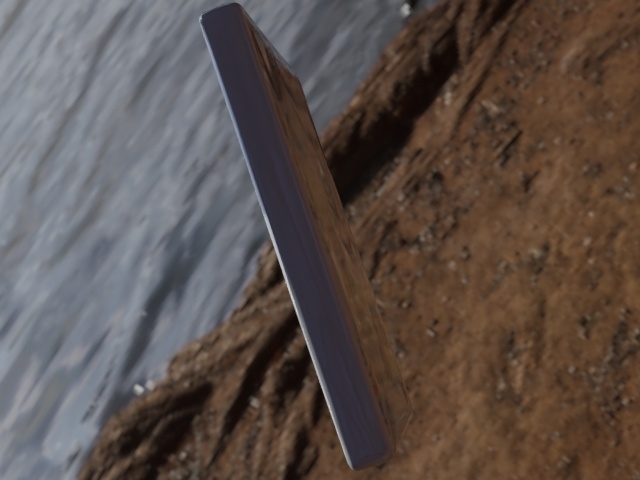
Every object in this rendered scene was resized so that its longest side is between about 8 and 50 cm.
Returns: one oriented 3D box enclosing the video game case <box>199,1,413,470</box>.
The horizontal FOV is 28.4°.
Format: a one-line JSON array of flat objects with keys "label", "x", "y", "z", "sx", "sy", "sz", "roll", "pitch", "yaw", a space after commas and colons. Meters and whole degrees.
[{"label": "video game case", "x": 0.000, "y": 0.000, "z": 0.990, "sx": 0.036, "sy": 0.329, "sz": 0.300, "roll": -19, "pitch": -4, "yaw": 6}]
